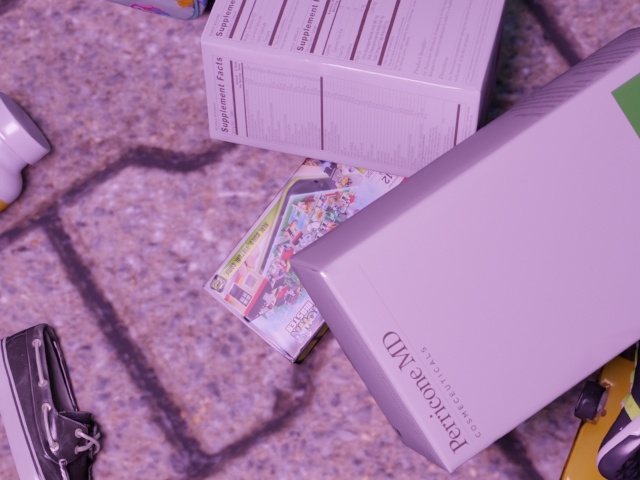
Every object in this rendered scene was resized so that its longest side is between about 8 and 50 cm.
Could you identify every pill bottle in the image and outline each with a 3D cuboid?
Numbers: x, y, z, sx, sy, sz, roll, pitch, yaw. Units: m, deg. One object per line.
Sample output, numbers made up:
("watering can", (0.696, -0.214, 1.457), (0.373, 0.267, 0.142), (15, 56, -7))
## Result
("pill bottle", (-0.351, -0.055, 1.459), (0.184, 0.103, 0.103), (-40, 78, 4))

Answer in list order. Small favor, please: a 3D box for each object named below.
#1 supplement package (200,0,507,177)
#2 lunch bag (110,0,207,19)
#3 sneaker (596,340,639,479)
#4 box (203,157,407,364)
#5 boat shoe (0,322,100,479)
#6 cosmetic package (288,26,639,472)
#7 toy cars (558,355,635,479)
("supplement package", (0.030, -0.158, 1.362), (0.244, 0.139, 0.134), (12, 56, 8))
("lunch bag", (-0.190, -0.289, 1.376), (0.224, 0.279, 0.108), (13, 86, 0))
("sneaker", (0.295, 0.101, 1.283), (0.235, 0.084, 0.097), (-47, 51, -12))
("box", (0.000, 0.000, 1.425), (0.114, 0.036, 0.207), (39, 91, 12))
("boat shoe", (-0.244, 0.183, 1.424), (0.070, 0.078, 0.219), (-24, 78, 7))
("cosmetic package", (0.181, -0.002, 1.235), (0.365, 0.155, 0.197), (-36, 98, -9))
("toy cars", (0.216, 0.106, 1.353), (0.176, 0.087, 0.394), (-18, 76, -5))
